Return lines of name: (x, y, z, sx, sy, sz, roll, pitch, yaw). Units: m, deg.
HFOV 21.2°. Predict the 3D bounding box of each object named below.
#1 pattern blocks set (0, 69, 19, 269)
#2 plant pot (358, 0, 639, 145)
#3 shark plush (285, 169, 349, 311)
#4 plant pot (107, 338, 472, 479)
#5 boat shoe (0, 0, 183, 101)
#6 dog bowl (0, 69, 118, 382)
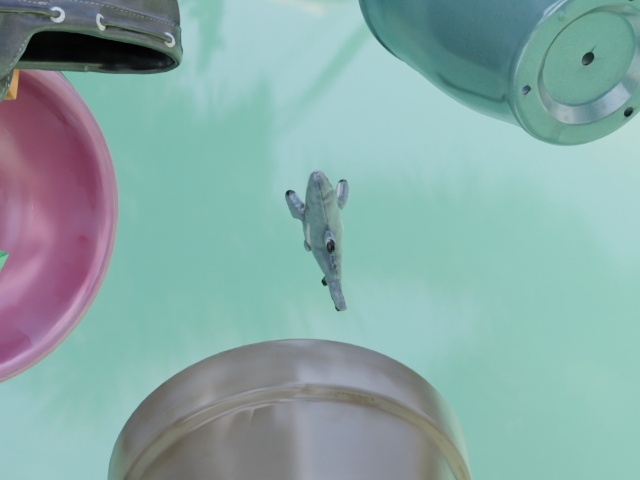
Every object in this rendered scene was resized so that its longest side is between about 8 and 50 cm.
pattern blocks set: (-0.275, -0.103, 1.088, 0.026, 0.325, 0.285, 0, 27, 26)
plant pot: (0.210, -0.234, 1.701, 0.271, 0.272, 0.255, -8, 36, -23)
shark plush: (0.000, 0.000, 1.922, 0.073, 0.161, 0.067, 0, 6, -11)
plant pot: (-0.012, 0.292, 1.419, 0.323, 0.323, 0.280, 1, 36, -9)
boat shoe: (-0.157, -0.095, 0.788, 0.228, 0.076, 0.080, -11, -9, -45)
dog bowl: (-0.374, -0.031, 1.647, 0.408, 0.408, 0.150, -15, 17, -33)
